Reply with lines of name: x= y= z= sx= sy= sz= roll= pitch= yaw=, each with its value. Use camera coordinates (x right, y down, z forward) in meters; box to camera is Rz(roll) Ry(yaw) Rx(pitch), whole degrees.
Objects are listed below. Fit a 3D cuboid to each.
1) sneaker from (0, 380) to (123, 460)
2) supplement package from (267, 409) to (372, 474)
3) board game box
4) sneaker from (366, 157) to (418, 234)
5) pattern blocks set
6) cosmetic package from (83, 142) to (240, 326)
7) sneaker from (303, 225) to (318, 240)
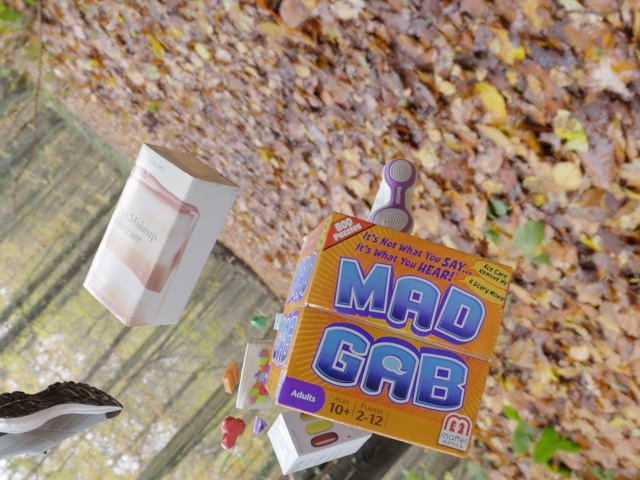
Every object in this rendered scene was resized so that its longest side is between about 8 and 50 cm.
sneaker: x=-0.474 y=0.318 z=1.152 sx=0.100 sy=0.107 sz=0.272 roll=20 pitch=-170 yaw=35
supplement package: x=-0.003 y=0.554 z=1.874 sx=0.139 sy=0.244 sz=0.133 roll=62 pitch=144 yaw=30
board game box: x=0.112 y=0.185 z=1.324 sx=0.357 sy=0.356 sz=0.356 roll=17 pitch=171 yaw=-7
sneaker: x=0.183 y=-0.056 z=1.652 sx=0.114 sy=0.305 sz=0.152 roll=16 pitch=149 yaw=8
pattern blocks set: x=-0.152 y=0.346 z=1.673 sx=0.026 sy=0.324 sz=0.285 roll=11 pitch=-171 yaw=30
cosmetic package: x=-0.291 y=-0.007 z=1.189 sx=0.153 sy=0.296 sz=0.129 roll=32 pitch=-167 yaw=30
sneaker: x=0.000 y=0.000 z=1.845 sx=0.061 sy=0.064 sz=0.158 roll=26 pitch=-169 yaw=-31
